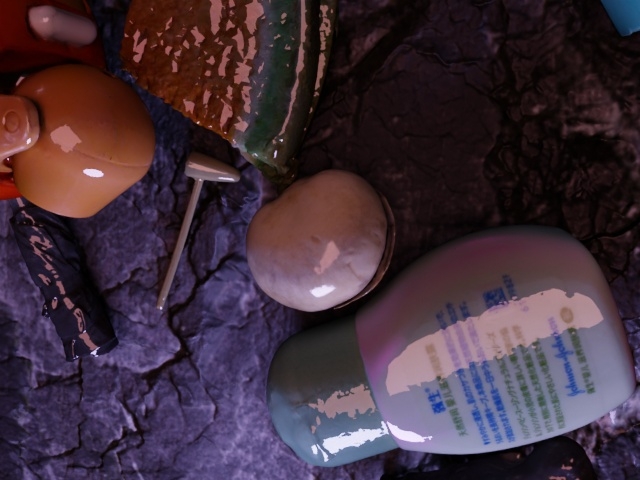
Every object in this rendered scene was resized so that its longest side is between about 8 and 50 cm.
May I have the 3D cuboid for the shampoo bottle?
[{"bbox_3d":[0.111,0.124,0.584,0.349,0.151,0.222,-21,105,10],"label":"shampoo bottle"}]

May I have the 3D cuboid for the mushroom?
[{"bbox_3d":[0.000,0.000,0.584,0.154,0.122,0.154,-12,66,28],"label":"mushroom"}]

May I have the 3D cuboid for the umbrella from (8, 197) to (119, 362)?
[{"bbox_3d":[-0.303,0.027,0.656,0.066,0.059,0.236,-20,99,-11],"label":"umbrella"}]

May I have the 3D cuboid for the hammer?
[{"bbox_3d":[-0.146,-0.002,0.651,0.060,0.028,0.195,20,108,-5],"label":"hammer"}]

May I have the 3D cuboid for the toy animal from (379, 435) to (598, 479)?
[{"bbox_3d":[0.122,0.308,0.623,0.343,0.168,0.106,-37,95,-1],"label":"toy animal"}]

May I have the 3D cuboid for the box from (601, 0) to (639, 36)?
[{"bbox_3d":[0.381,-0.303,0.427,0.311,0.205,0.118,-33,96,13],"label":"box"}]

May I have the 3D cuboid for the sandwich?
[{"bbox_3d":[-0.081,-0.206,0.549,0.212,0.109,0.292,23,105,0],"label":"sandwich"}]

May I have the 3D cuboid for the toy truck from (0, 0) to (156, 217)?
[{"bbox_3d":[-0.264,-0.151,0.512,0.239,0.189,0.265,-1,96,21],"label":"toy truck"}]
